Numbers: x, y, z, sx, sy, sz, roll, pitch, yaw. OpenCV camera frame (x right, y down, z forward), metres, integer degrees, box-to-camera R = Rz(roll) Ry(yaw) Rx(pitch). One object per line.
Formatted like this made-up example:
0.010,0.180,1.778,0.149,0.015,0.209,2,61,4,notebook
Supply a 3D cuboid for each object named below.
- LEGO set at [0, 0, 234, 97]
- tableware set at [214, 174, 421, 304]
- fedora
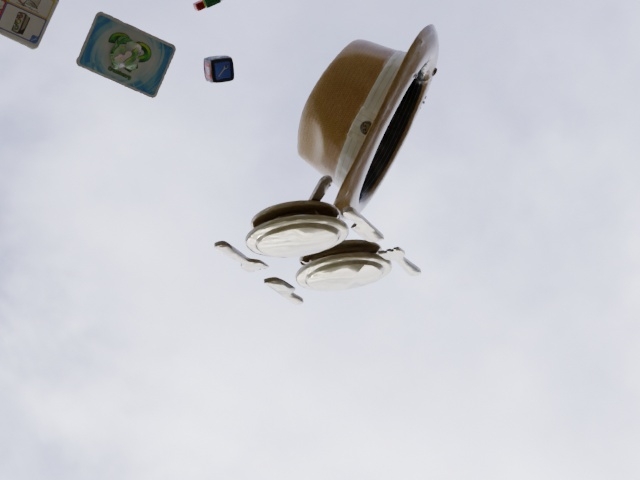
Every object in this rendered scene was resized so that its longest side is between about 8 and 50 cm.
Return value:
-0.165,-0.226,1.157,0.244,0.060,0.182,22,-87,-27,LEGO set
0.000,0.000,1.186,0.128,0.194,0.039,-14,-112,17,tableware set
0.034,-0.112,1.209,0.079,0.194,0.194,27,-93,10,fedora
